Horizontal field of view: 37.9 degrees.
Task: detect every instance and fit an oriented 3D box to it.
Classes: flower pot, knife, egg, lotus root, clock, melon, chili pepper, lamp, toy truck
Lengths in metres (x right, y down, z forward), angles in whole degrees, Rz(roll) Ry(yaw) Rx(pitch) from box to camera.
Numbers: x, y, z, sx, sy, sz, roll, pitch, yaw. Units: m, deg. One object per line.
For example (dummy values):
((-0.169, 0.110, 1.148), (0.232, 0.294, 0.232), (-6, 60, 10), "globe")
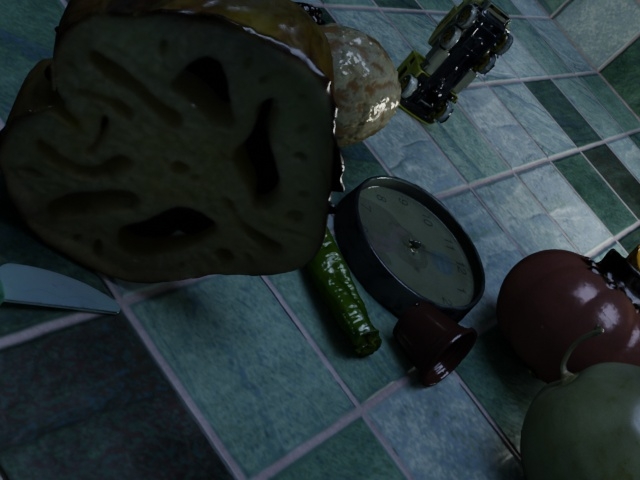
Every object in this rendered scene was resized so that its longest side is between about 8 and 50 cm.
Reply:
((0.157, 0.142, 1.348), (0.089, 0.111, 0.111), (43, 28, 26), "flower pot")
((-0.316, 0.049, 0.956), (0.260, 0.034, 0.063), (9, 40, -53), "knife")
((0.015, -0.255, 1.532), (0.245, 0.203, 0.203), (9, 45, -29), "egg")
((-0.144, -0.097, 0.989), (0.375, 0.390, 0.111), (42, 31, -23), "lotus root")
((0.149, 0.014, 1.499), (0.280, 0.055, 0.281), (26, 39, -23), "clock")
((0.413, 0.313, 1.298), (0.271, 0.272, 0.308), (4, 44, -48), "melon")
((0.000, 0.000, 1.337), (0.359, 0.076, 0.085), (68, 10, 26), "chili pepper")
((0.438, 0.132, 1.522), (0.305, 0.239, 0.305), (40, 13, -11), "lamp")
((0.263, -0.383, 1.906), (0.124, 0.272, 0.157), (30, 27, -24), "toy truck")

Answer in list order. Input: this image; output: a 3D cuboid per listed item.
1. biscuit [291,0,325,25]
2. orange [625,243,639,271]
((-0.087, -0.376, 1.588), (0.194, 0.194, 0.053), (-12, 104, -54), "biscuit")
((0.688, 0.152, 1.815), (0.274, 0.274, 0.310), (-91, 163, -48), "orange")
